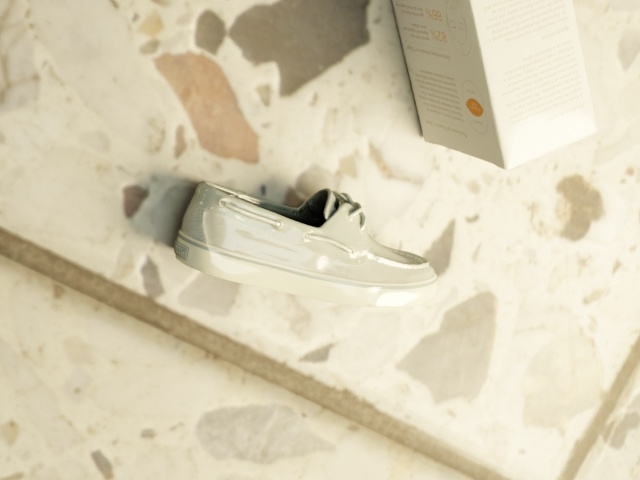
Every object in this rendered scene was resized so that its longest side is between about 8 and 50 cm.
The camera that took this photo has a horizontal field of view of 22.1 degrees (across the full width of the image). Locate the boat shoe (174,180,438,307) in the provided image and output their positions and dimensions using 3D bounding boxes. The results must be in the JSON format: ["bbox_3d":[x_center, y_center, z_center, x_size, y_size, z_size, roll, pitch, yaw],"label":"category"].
[{"bbox_3d":[-0.001,0.000,1.295,0.227,0.079,0.081,10,103,-25],"label":"boat shoe"}]

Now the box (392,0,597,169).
[{"bbox_3d":[0.132,-0.158,1.291,0.091,0.130,0.170,-23,113,-20],"label":"box"}]
